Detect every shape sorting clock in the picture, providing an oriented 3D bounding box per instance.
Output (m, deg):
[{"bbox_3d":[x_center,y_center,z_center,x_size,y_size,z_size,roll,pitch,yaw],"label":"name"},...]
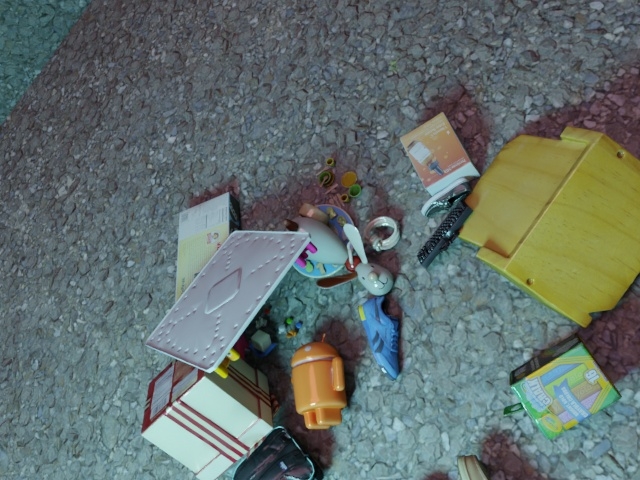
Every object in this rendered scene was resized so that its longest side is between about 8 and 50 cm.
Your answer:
[{"bbox_3d":[0.000,0.000,1.818,0.206,0.040,0.206,-11,67,26],"label":"shape sorting clock"}]

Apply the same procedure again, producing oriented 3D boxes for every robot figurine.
[{"bbox_3d":[-0.007,0.344,1.640,0.128,0.158,0.219,-6,66,-4],"label":"robot figurine"}]

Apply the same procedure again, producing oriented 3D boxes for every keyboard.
[{"bbox_3d":[0.296,-0.014,1.614,0.180,0.023,0.108,-54,17,15],"label":"keyboard"}]

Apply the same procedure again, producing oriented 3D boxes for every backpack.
[{"bbox_3d":[-0.104,0.562,1.596,0.188,0.144,0.166,-39,56,-12],"label":"backpack"}]

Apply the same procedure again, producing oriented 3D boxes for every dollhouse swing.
[{"bbox_3d":[0.527,-0.045,1.525,0.315,0.305,0.347,35,91,-7],"label":"dollhouse swing"}]

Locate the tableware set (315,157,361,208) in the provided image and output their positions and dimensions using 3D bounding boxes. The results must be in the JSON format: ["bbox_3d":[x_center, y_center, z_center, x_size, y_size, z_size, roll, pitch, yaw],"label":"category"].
[{"bbox_3d":[0.048,-0.164,1.863,0.104,0.024,0.154,-35,58,13],"label":"tableware set"}]

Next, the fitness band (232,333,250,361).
[{"bbox_3d":[-0.309,0.298,1.877,0.209,0.054,0.291,-39,56,14],"label":"fitness band"}]

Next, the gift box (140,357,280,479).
[{"bbox_3d":[-0.271,0.431,1.651,0.255,0.258,0.276,-41,23,14],"label":"gift box"}]

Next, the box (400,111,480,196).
[{"bbox_3d":[0.301,-0.211,1.697,0.130,0.091,0.170,-31,59,16],"label":"box"}]

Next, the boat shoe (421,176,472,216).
[{"bbox_3d":[0.311,-0.099,1.665,0.142,0.049,0.040,-40,56,24],"label":"boat shoe"}]

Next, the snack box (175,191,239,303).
[{"bbox_3d":[-0.326,0.030,1.955,0.187,0.060,0.322,-20,54,22],"label":"snack box"}]

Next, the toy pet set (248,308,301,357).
[{"bbox_3d":[-0.126,0.258,1.795,0.122,0.065,0.114,21,48,31],"label":"toy pet set"}]

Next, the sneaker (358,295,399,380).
[{"bbox_3d":[0.159,0.231,1.624,0.082,0.069,0.209,-26,61,15],"label":"sneaker"}]

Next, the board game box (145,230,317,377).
[{"bbox_3d":[-0.223,0.138,1.648,0.390,0.050,0.390,2,50,55],"label":"board game box"}]

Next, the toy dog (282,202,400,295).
[{"bbox_3d":[0.023,0.015,1.695,0.333,0.161,0.220,9,81,22],"label":"toy dog"}]

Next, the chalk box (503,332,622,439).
[{"bbox_3d":[0.469,0.305,1.360,0.213,0.132,0.132,-37,82,14],"label":"chalk box"}]

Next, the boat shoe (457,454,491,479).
[{"bbox_3d":[0.395,0.570,1.339,0.110,0.121,0.341,-35,68,9],"label":"boat shoe"}]
